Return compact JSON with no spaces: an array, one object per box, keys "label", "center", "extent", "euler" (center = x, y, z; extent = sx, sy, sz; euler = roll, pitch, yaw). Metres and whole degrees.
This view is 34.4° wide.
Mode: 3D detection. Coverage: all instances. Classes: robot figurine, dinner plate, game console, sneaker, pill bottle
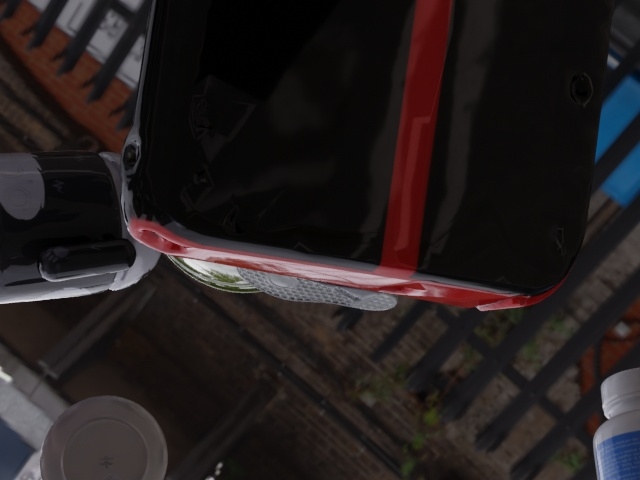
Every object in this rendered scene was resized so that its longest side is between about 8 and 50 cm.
[{"label":"robot figurine","center":[-0.315,-0.014,1.188],"extent":[0.278,0.173,0.209],"euler":[-5,-119,-33]},{"label":"dinner plate","center":[-0.240,0.245,1.154],"extent":[0.141,0.141,0.017],"euler":[35,168,-9]},{"label":"game console","center":[0.056,-0.163,0.591],"extent":[0.342,0.387,0.060],"euler":[12,174,-41]},{"label":"sneaker","center":[0.000,0.001,1.440],"extent":[0.226,0.086,0.163],"euler":[11,-118,-9]},{"label":"pill bottle","center":[0.351,0.250,1.075],"extent":[0.124,0.124,0.222],"euler":[24,-128,-33]}]

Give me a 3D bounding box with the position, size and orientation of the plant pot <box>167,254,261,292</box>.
[{"label":"plant pot","center":[-0.144,-0.102,1.666],"extent":[0.366,0.366,0.353],"euler":[40,180,6]}]
